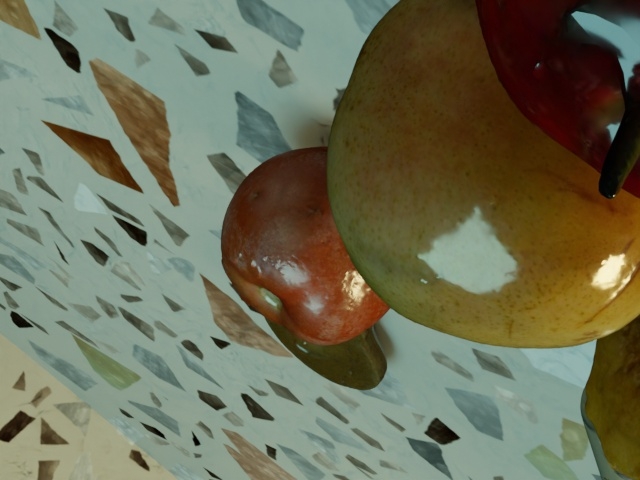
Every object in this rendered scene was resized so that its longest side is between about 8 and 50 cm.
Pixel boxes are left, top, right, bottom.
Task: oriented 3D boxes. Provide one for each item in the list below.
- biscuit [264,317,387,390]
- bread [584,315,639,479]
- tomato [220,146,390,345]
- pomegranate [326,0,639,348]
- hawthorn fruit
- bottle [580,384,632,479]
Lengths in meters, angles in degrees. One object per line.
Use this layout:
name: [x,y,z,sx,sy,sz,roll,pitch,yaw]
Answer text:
biscuit: [0.009,0.113,1.949,0.181,0.049,0.208,18,149,35]
bread: [0.346,0.114,1.294,0.145,0.268,0.268,31,161,-30]
tomato: [0.000,0.000,1.595,0.208,0.184,0.208,36,160,15]
pomegranate: [0.146,-0.069,1.172,0.319,0.319,0.319,29,155,15]
hawthorn fruit: [0.206,-0.143,0.855,0.284,0.369,0.285,15,140,13]
bottle: [0.355,0.235,1.636,0.110,0.110,0.233,18,149,35]
